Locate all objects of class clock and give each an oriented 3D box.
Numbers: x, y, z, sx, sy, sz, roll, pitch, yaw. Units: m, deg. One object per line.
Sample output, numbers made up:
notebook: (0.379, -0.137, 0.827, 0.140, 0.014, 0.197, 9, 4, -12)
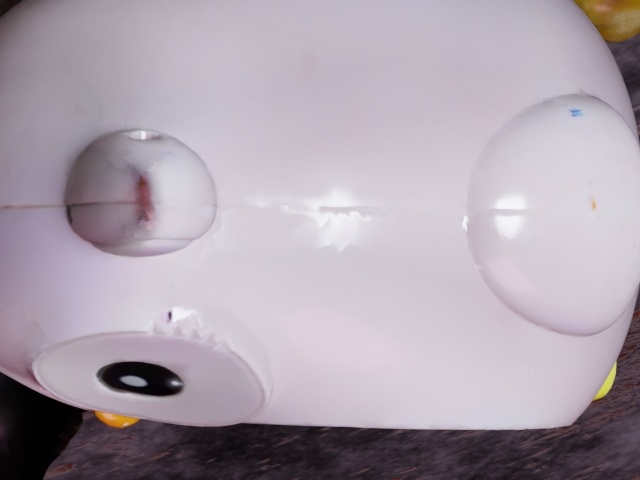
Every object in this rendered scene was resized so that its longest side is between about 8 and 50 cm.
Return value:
clock: (-0.024, -0.031, 0.887, 0.376, 0.250, 0.368, 4, 177, -44)

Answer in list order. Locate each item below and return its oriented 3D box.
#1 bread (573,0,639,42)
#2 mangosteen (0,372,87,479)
bread: (0.190, -0.248, 0.898, 0.132, 0.167, 0.294, -1, 145, -23)
mangosteen: (-0.260, 0.065, 1.132, 0.243, 0.243, 0.243, -12, 148, -8)
